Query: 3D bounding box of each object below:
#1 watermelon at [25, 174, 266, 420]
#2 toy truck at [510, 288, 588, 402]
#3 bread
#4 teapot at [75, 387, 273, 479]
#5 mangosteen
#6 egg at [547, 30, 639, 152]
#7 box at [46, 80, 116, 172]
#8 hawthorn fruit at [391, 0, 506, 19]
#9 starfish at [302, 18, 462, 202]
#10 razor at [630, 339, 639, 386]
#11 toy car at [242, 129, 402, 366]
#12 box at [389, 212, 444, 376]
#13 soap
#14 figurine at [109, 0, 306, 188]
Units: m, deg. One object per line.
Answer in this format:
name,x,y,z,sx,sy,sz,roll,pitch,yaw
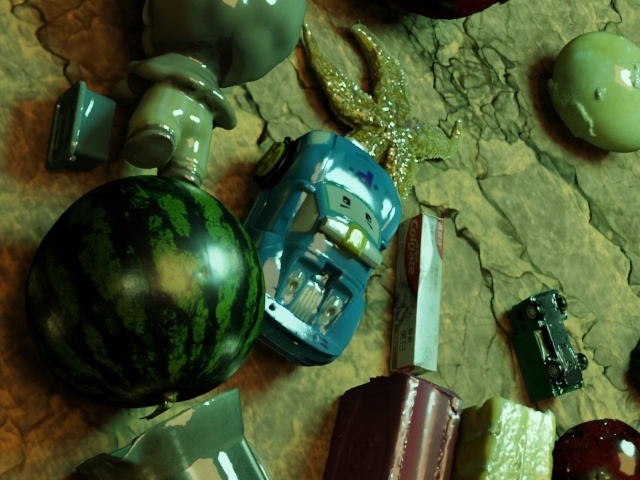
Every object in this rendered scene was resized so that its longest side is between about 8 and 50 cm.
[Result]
watermelon,-0.186,0.058,1.568,0.269,0.269,0.269,12,69,-32
toy truck,0.320,0.146,2.008,0.065,0.079,0.147,-13,84,-36
bread,0.181,0.330,1.755,0.111,0.246,0.239,21,63,-16
teapot,-0.093,0.352,1.565,0.344,0.253,0.300,64,18,5
mangosteen,0.388,0.324,1.958,0.180,0.166,0.166,-2,75,-65
egg,0.436,-0.222,2.163,0.201,0.164,0.164,49,54,-18
box,-0.278,-0.129,1.673,0.054,0.074,0.099,16,67,-28
hawthorn fruit,0.168,-0.446,1.970,0.316,0.316,0.316,12,69,-32
starfish,0.073,-0.145,1.940,0.299,0.060,0.302,31,60,-26
razor,0.613,0.247,2.166,0.327,0.107,0.189,51,52,-11
toy car,0.000,0.000,1.764,0.198,0.166,0.314,38,64,-24
box,0.130,0.072,1.913,0.039,0.055,0.218,19,66,-32
soap,0.084,0.295,1.738,0.099,0.162,0.250,26,61,-26
figurine,-0.145,-0.240,1.725,0.248,0.203,0.380,30,61,-29
